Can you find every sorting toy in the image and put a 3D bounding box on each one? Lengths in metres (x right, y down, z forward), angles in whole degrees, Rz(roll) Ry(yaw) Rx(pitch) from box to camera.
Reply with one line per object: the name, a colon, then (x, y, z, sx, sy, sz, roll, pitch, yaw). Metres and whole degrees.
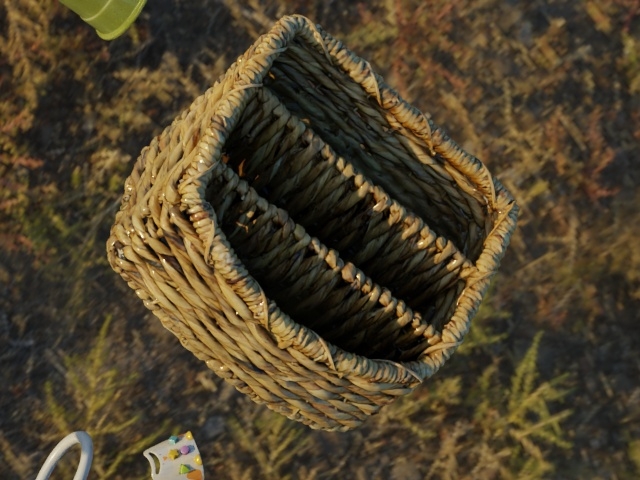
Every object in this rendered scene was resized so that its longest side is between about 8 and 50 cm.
sorting toy: (-0.218, 0.322, 1.799, 0.075, 0.045, 0.083, -14, 56, -22)

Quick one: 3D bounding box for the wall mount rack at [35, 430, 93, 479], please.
wall mount rack: (-0.263, 0.385, 1.277, 0.130, 0.304, 0.350, 33, 71, -28)

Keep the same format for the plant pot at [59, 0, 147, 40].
plant pot: (-0.160, -0.186, 0.807, 0.079, 0.083, 0.083, 21, 59, -36)

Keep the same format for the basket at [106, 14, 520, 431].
basket: (0.000, 0.000, 1.041, 0.299, 0.223, 0.213, 40, 33, -22)
